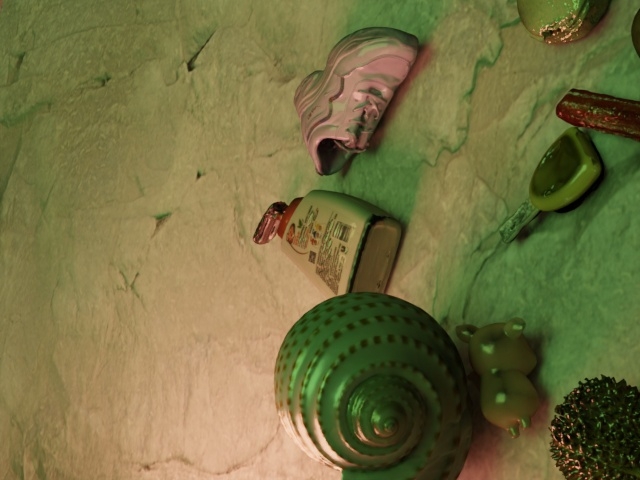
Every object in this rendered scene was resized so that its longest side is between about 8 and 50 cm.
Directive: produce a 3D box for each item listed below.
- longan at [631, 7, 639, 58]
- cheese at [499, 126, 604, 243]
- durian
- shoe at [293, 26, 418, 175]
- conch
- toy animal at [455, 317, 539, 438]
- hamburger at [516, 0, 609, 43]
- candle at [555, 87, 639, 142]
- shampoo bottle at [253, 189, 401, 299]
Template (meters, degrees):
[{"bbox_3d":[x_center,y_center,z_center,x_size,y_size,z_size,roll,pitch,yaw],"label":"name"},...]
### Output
[{"bbox_3d":[0.397,-0.236,1.852,0.106,0.106,0.119,-19,24,49],"label":"longan"},{"bbox_3d":[0.269,-0.057,2.003,0.162,0.036,0.086,-49,42,31],"label":"cheese"},{"bbox_3d":[0.292,0.200,1.792,0.148,0.091,0.188,-51,19,-13],"label":"durian"},{"bbox_3d":[0.051,-0.192,2.305,0.245,0.095,0.138,-37,54,46],"label":"shoe"},{"bbox_3d":[0.079,0.196,2.004,0.215,0.319,0.303,-16,103,15],"label":"conch"},{"bbox_3d":[0.216,0.157,1.960,0.089,0.083,0.150,73,-179,-68],"label":"toy animal"},{"bbox_3d":[0.291,-0.305,2.040,0.140,0.062,0.133,6,84,52],"label":"hamburger"},{"bbox_3d":[0.381,-0.129,1.870,0.051,0.048,0.329,-35,30,-21],"label":"candle"},{"bbox_3d":[0.000,0.000,2.322,0.284,0.071,0.153,28,103,56],"label":"shampoo bottle"}]
